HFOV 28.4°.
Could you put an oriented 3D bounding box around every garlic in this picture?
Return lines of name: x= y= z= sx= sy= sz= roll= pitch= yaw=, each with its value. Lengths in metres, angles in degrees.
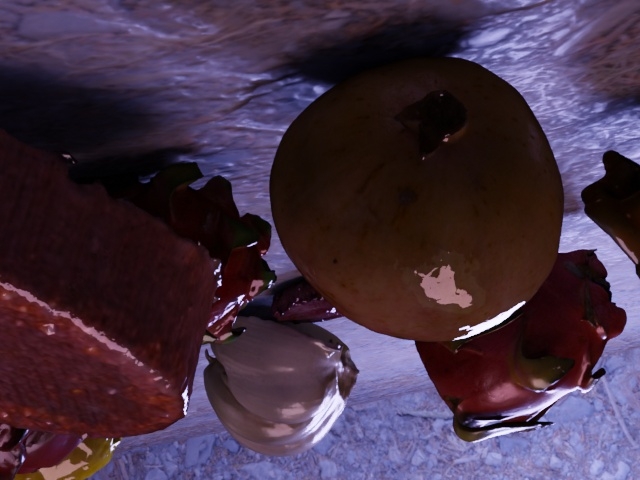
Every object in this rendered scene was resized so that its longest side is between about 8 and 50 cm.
garlic: x=-0.068 y=0.190 z=1.661 sx=0.203 sy=0.185 sz=0.281 roll=17 pitch=180 yaw=14

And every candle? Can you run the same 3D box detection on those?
candle: x=-0.225 y=0.028 z=0.754 sx=0.317 sy=0.131 sz=0.287 roll=7 pitch=149 yaw=2

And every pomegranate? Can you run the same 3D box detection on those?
pomegranate: x=0.061 y=-0.026 z=0.813 sx=0.191 sy=0.191 sz=0.191 roll=-10 pitch=167 yaw=-2

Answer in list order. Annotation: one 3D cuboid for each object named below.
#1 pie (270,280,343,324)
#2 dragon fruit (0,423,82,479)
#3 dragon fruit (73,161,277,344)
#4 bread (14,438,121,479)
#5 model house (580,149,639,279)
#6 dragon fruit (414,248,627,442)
pie: x=0.011 y=0.068 z=1.514 sx=0.154 sy=0.036 sz=0.154 roll=-10 pitch=167 yaw=-2
dragon fruit: x=-0.294 y=0.130 z=1.200 sx=0.193 sy=0.192 sz=0.274 roll=-21 pitch=178 yaw=10
dragon fruit: x=-0.142 y=0.008 z=0.934 sx=0.236 sy=0.135 sz=0.137 roll=22 pitch=152 yaw=-31
bread: x=-0.323 y=0.195 z=1.512 sx=0.197 sy=0.197 sz=0.170 roll=-6 pitch=179 yaw=-18
model house: x=0.354 y=-0.049 z=1.033 sx=0.229 sy=0.199 sz=0.219 roll=-40 pitch=-160 yaw=15
dragon fruit: x=0.223 y=0.104 z=1.441 sx=0.227 sy=0.224 sz=0.224 roll=-25 pitch=162 yaw=29
